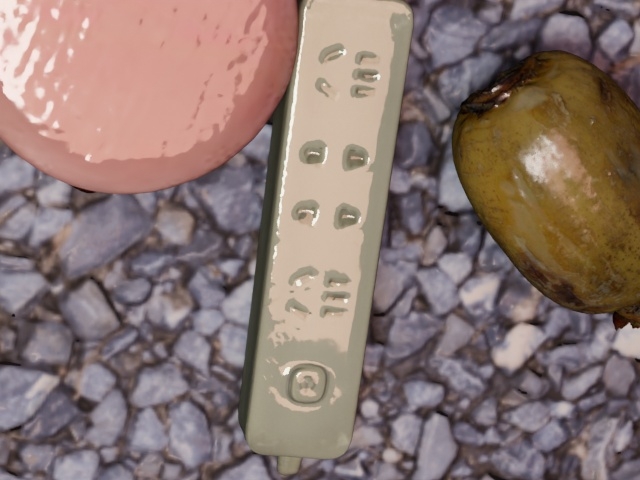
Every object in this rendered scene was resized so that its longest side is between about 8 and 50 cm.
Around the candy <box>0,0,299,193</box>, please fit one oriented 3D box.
[{"bbox_3d":[-0.140,-0.149,1.122,0.255,0.094,0.255,-3,105,-12],"label":"candy"}]

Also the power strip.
[{"bbox_3d":[0.000,0.000,1.208,0.091,0.062,0.385,5,102,-11],"label":"power strip"}]

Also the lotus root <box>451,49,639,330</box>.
[{"bbox_3d":[0.208,-0.021,1.209,0.154,0.154,0.278,-37,114,-1],"label":"lotus root"}]
